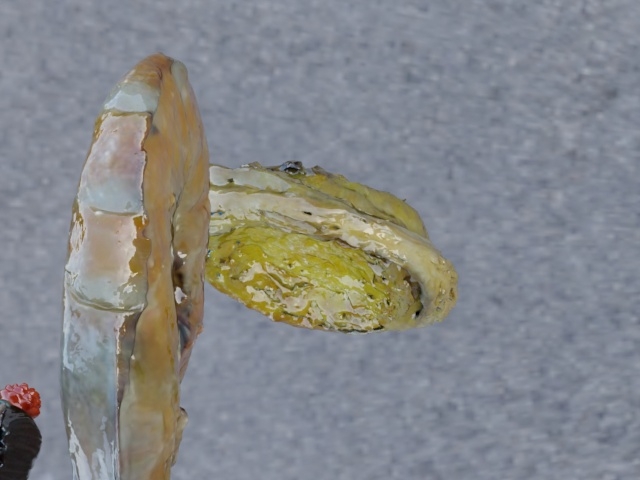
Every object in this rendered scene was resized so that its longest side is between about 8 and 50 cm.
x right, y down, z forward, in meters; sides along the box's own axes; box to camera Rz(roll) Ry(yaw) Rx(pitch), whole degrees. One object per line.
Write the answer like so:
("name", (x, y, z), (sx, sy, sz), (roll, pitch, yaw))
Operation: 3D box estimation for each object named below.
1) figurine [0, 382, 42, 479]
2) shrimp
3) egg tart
("figurine", (-0.166, 0.097, 0.819), (0.047, 0.106, 0.060), (19, 88, 9))
("shrimp", (-0.091, 0.059, 0.907), (0.062, 0.164, 0.317), (2, 89, 16))
("egg tart", (0.000, 0.000, 1.604), (0.291, 0.291, 0.107), (-2, 59, 39))
